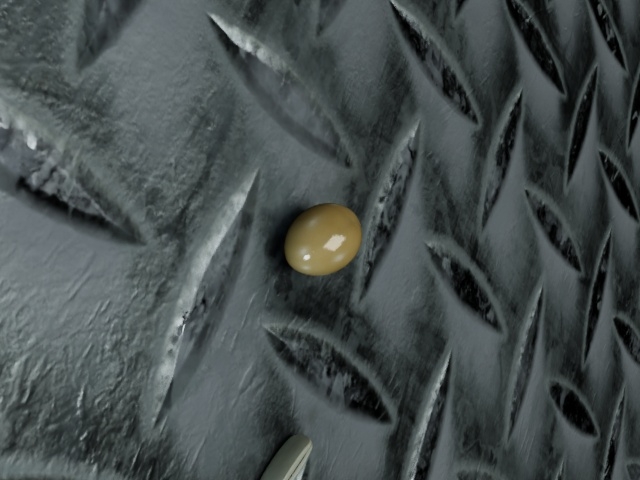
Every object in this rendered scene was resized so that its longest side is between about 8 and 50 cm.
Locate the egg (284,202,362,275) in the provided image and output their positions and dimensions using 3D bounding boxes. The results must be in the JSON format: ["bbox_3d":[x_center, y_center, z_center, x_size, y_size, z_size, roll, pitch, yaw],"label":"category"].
[{"bbox_3d":[0.000,0.000,0.972,0.096,0.080,0.080,-21,107,-40],"label":"egg"}]

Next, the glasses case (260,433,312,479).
[{"bbox_3d":[-0.039,0.253,0.963,0.083,0.032,0.021,-51,131,-39],"label":"glasses case"}]
